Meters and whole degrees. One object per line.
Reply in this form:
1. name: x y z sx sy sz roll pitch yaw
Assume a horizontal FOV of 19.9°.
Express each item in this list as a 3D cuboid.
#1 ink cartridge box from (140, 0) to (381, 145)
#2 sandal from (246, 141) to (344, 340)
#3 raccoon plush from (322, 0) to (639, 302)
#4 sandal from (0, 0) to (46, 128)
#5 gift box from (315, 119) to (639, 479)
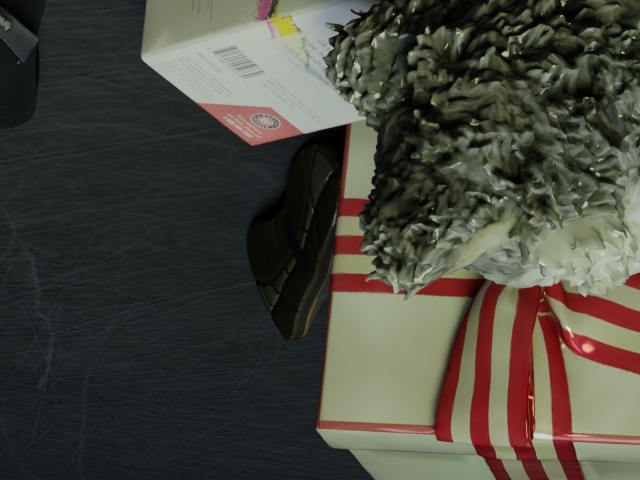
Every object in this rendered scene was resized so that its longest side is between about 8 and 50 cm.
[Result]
1. ink cartridge box: 0.016 -0.122 0.992 0.198 0.067 0.115 -11 151 29
2. sandal: 0.000 0.000 1.257 0.060 0.090 0.219 -12 153 -23
3. raccoon plush: 0.163 -0.151 0.790 0.299 0.216 0.446 -1 126 -7
4. sandal: -0.197 -0.122 1.026 0.097 0.054 0.254 2 155 1
5. gift box: 0.153 0.023 1.087 0.276 0.255 0.258 -4 160 13
